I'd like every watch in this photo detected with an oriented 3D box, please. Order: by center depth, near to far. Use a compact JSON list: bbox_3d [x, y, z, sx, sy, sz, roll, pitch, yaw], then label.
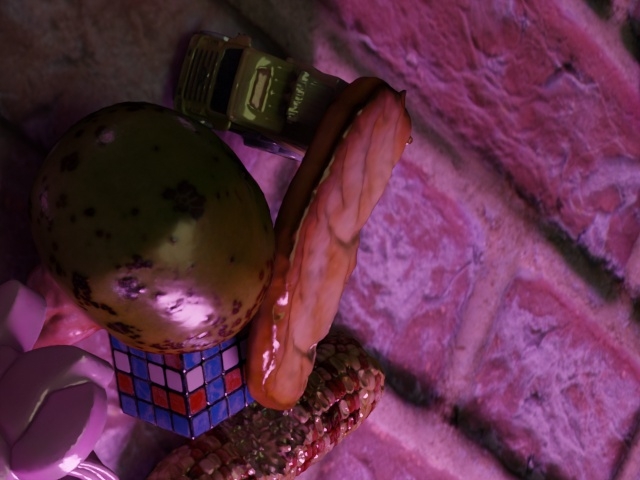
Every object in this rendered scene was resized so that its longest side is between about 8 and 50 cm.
[{"bbox_3d":[-0.250,0.186,1.501,0.248,0.211,0.217,-43,139,-7],"label":"watch"}]

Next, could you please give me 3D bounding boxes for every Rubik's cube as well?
[{"bbox_3d":[-0.116,0.105,1.686,0.092,0.092,0.092,-30,124,-40],"label":"Rubik's cube"}]

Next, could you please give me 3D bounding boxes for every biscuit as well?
[{"bbox_3d":[-0.002,0.001,1.654,0.299,0.045,0.154,-67,157,-3],"label":"biscuit"}]

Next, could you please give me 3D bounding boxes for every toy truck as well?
[{"bbox_3d":[-0.029,-0.118,1.697,0.191,0.116,0.085,19,86,-51],"label":"toy truck"}]

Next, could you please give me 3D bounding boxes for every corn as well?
[{"bbox_3d":[-0.056,0.183,1.783,0.290,0.098,0.098,-34,126,-36],"label":"corn"}]

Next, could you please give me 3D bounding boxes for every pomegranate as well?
[{"bbox_3d":[-0.159,0.014,1.553,0.248,0.214,0.214,-41,140,11],"label":"pomegranate"}]
